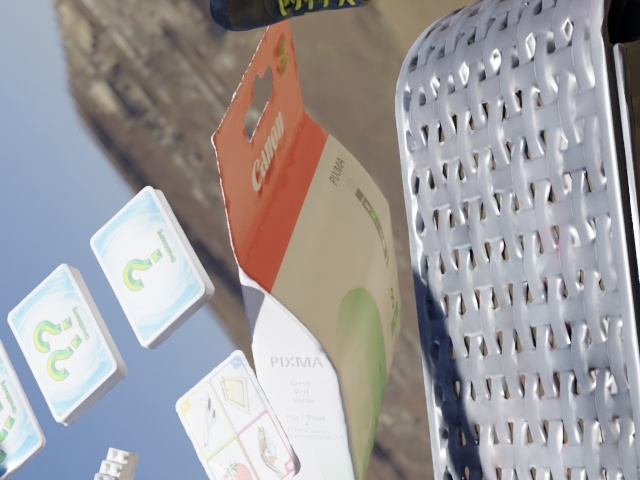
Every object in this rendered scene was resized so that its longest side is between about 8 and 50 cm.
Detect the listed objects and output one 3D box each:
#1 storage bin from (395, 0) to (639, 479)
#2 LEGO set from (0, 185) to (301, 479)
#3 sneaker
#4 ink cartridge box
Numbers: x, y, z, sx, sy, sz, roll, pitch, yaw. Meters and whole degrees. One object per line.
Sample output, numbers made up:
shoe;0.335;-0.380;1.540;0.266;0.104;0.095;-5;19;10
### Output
storage bin;0.093;0.034;0.361;0.084;0.122;0.180;166;99;-67
LEGO set;-0.109;0.114;0.966;0.060;0.182;0.244;22;-147;-54
sneaker;-0.001;-0.098;0.697;0.035;0.083;0.031;40;151;51
ink cartridge box;0.000;0.000;1.057;0.181;0.056;0.225;-71;-22;-57
